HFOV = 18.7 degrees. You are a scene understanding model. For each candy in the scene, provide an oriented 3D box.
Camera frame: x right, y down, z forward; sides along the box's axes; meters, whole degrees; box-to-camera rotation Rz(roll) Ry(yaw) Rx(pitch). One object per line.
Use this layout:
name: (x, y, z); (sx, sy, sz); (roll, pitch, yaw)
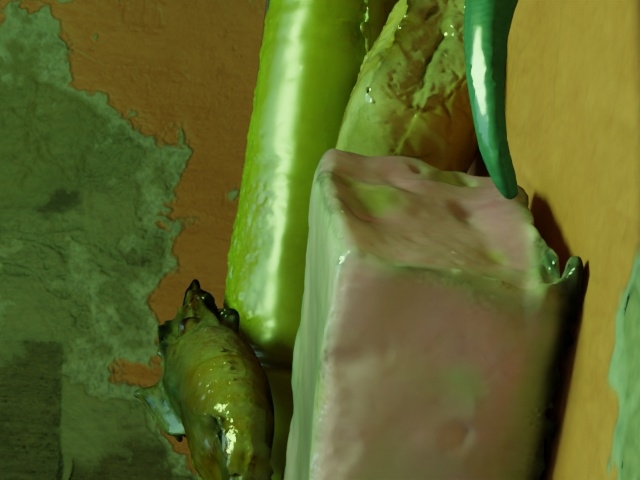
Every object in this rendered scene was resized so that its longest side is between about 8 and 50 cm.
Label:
candy: (0.042, 0.101, 0.951); (0.155, 0.115, 0.265); (-107, 22, -69)

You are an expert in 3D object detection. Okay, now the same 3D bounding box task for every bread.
bread: (0.060, -0.083, 1.125); (0.125, 0.082, 0.106); (-67, 5, -33)
bread: (0.000, 0.000, 1.254); (0.166, 0.112, 0.384); (21, -108, -62)

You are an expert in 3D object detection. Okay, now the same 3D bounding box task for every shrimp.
shrimp: (-0.074, 0.098, 1.117); (0.262, 0.066, 0.117); (-126, 48, -72)

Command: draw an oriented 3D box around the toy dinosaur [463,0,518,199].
toy dinosaur: (0.112, -0.254, 0.831); (0.331, 0.129, 0.383); (-71, -10, -65)
